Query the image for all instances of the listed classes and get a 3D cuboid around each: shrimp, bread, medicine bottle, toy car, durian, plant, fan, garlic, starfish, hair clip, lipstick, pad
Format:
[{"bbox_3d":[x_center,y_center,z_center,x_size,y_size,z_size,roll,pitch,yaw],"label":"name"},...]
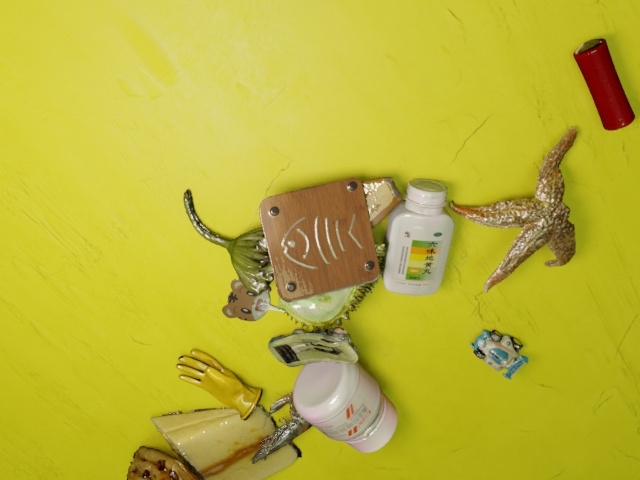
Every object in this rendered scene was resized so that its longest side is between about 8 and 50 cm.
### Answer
[{"bbox_3d":[-0.145,0.637,1.740,0.296,0.058,0.169,-37,107,-7],"label":"shrimp"},{"bbox_3d":[-0.328,0.710,1.817,0.405,0.242,0.345,-26,115,-28],"label":"bread"},{"bbox_3d":[0.086,0.520,1.623,0.241,0.241,0.302,-36,120,14],"label":"medicine bottle"},{"bbox_3d":[-0.530,0.852,1.728,0.325,0.167,0.277,-12,119,45],"label":"bread"},{"bbox_3d":[0.278,-0.007,1.445,0.179,0.124,0.324,5,114,-4],"label":"medicine bottle"},{"bbox_3d":[0.583,0.368,1.654,0.162,0.098,0.126,30,109,-18],"label":"toy car"},{"bbox_3d":[0.047,0.121,1.476,0.198,0.163,0.394,46,121,-2],"label":"durian"},{"bbox_3d":[-0.230,0.004,1.460,0.334,0.180,0.251,29,121,19],"label":"plant"},{"bbox_3d":[-0.185,0.203,1.585,0.227,0.008,0.152,16,114,-9],"label":"fan"},{"bbox_3d":[0.081,-0.072,1.406,0.318,0.112,0.143,-37,94,23],"label":"garlic"},{"bbox_3d":[0.595,-0.060,1.442,0.384,0.132,0.398,-22,112,12],"label":"starfish"},{"bbox_3d":[-0.016,0.319,1.565,0.321,0.091,0.138,-12,127,39],"label":"hair clip"},{"bbox_3d":[0.730,-0.397,1.302,0.080,0.080,0.241,-32,112,12],"label":"lipstick"},{"bbox_3d":[0.000,0.000,1.334,0.284,0.018,0.286,-14,97,-8],"label":"pad"}]

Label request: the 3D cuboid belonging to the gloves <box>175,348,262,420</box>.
[{"bbox_3d":[-0.344,0.466,1.662,0.294,0.116,0.133,35,102,-11],"label":"gloves"}]
